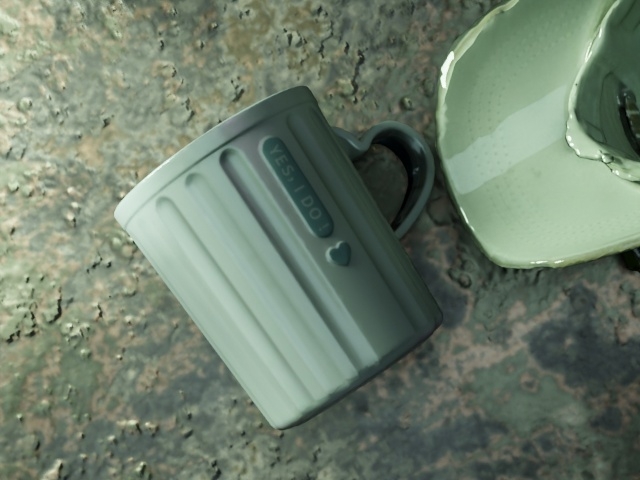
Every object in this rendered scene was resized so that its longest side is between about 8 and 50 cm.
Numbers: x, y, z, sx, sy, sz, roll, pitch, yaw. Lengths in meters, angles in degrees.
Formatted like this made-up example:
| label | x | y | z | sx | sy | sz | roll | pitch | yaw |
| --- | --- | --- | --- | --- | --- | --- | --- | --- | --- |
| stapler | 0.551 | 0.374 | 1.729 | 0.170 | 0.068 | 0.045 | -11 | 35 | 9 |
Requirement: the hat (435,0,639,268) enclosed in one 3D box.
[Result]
| label | x | y | z | sx | sy | sz | roll | pitch | yaw |
| --- | --- | --- | --- | --- | --- | --- | --- | --- | --- |
| hat | 0.238 | -0.077 | 0.917 | 0.301 | 0.168 | 0.258 | -26 | 63 | 7 |

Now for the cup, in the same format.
| label | x | y | z | sx | sy | sz | roll | pitch | yaw |
| --- | --- | --- | --- | --- | --- | --- | --- | --- | --- |
| cup | -0.003 | 0.001 | 0.921 | 0.221 | 0.167 | 0.202 | -34 | 87 | 2 |

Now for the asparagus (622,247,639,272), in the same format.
| label | x | y | z | sx | sy | sz | roll | pitch | yaw |
| --- | --- | --- | --- | --- | --- | --- | --- | --- | --- |
| asparagus | 0.206 | -0.050 | 0.979 | 0.036 | 0.030 | 0.165 | -35 | 84 | 9 |
